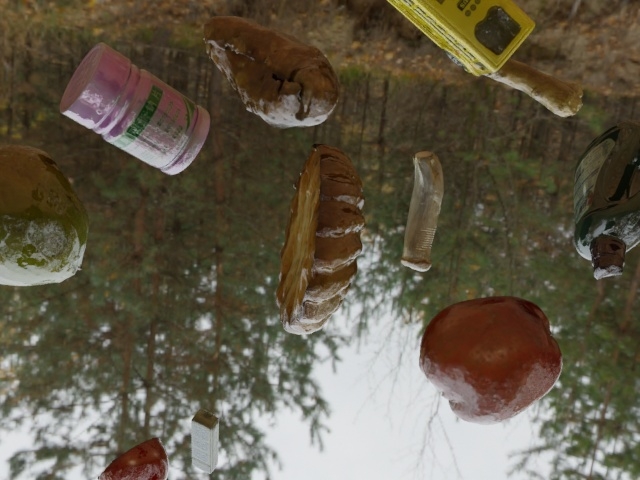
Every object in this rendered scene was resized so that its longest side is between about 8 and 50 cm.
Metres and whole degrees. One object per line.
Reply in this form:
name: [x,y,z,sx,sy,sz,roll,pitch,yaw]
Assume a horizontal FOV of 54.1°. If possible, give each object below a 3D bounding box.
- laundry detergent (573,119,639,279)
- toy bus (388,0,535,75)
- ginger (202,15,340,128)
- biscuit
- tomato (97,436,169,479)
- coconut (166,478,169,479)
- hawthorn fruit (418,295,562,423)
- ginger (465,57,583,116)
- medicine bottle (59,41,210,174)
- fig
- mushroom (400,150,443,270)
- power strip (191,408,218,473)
laundry detergent: [0.381,-0.048,0.809,0.078,0.144,0.221,26,-129,-5]
toy bus: [0.217,-0.447,1.124,0.330,0.144,0.152,37,-168,-13]
ginger: [-0.090,-0.312,1.186,0.321,0.165,0.172,36,-177,28]
biscuit: [0.000,0.000,1.061,0.107,0.325,0.326,8,-171,-10]
tomato: [-0.360,0.465,1.241,0.139,0.091,0.159,-34,162,-18]
coconut: [-0.435,0.624,1.387,0.234,0.224,0.224,-6,-166,-27]
hawthorn fruit: [0.178,0.119,0.648,0.132,0.138,0.133,50,-169,-13]
ginger: [0.476,-0.377,1.466,0.299,0.065,0.118,24,-137,0]
medicine bottle: [-0.473,-0.332,1.622,0.326,0.212,0.212,32,173,-36]
fig: [-0.711,-0.043,1.465,0.344,0.343,0.343,6,-170,-1]
mushroom: [0.297,-0.081,1.812,0.095,0.350,0.123,10,-170,40]
power strip: [-0.356,0.622,1.931,0.078,0.272,0.052,21,-140,15]
